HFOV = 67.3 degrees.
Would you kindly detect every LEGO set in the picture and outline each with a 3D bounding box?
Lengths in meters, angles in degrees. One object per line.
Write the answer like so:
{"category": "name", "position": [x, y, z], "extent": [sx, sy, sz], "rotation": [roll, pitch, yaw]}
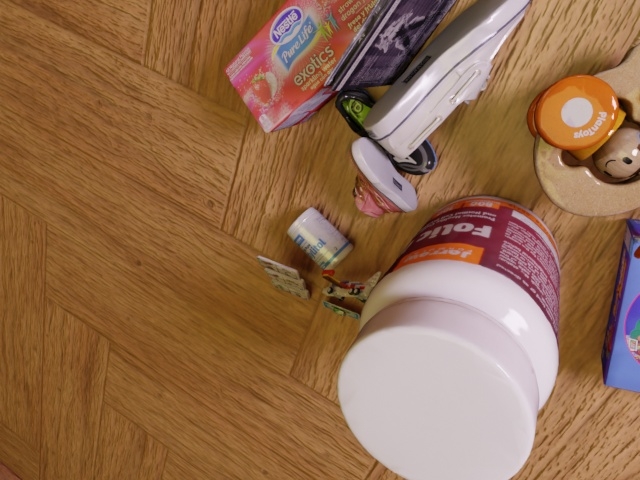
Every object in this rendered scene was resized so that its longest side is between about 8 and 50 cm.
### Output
{"category": "LEGO set", "position": [0.019, 0.083, 0.867], "extent": [0.245, 0.060, 0.182], "rotation": [20, 161, 14]}

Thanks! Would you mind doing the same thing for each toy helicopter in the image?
{"category": "toy helicopter", "position": [0.437, -0.130, 0.553], "extent": [0.355, 0.140, 0.234], "rotation": [-24, 94, 22]}

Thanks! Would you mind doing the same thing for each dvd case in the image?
{"category": "dvd case", "position": [0.101, -0.265, 0.608], "extent": [0.018, 0.221, 0.164], "rotation": [44, 123, 8]}

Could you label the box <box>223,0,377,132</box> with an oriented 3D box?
{"category": "box", "position": [-0.001, -0.286, 0.708], "extent": [0.257, 0.128, 0.122], "rotation": [-33, 94, 34]}

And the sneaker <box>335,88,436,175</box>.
{"category": "sneaker", "position": [0.094, -0.163, 0.740], "extent": [0.188, 0.078, 0.067], "rotation": [42, 122, 3]}

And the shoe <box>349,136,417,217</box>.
{"category": "shoe", "position": [0.076, -0.088, 0.745], "extent": [0.081, 0.063, 0.178], "rotation": [-13, 148, 34]}

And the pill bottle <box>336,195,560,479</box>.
{"category": "pill bottle", "position": [0.182, 0.097, 0.615], "extent": [0.224, 0.392, 0.223], "rotation": [10, 114, 23]}

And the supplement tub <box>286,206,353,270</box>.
{"category": "supplement tub", "position": [0.000, 0.000, 0.860], "extent": [0.107, 0.071, 0.071], "rotation": [43, 123, 4]}

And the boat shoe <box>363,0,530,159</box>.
{"category": "boat shoe", "position": [0.181, -0.221, 0.650], "extent": [0.088, 0.096, 0.267], "rotation": [40, 100, -24]}

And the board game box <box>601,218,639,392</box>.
{"category": "board game box", "position": [0.573, 0.108, 0.608], "extent": [0.348, 0.078, 0.233], "rotation": [7, 113, 24]}
